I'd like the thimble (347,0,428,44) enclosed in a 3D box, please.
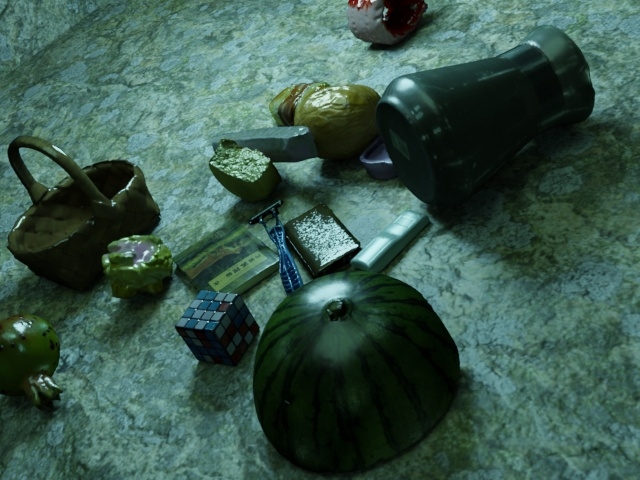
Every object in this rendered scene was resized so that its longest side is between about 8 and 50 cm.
[{"bbox_3d":[0.165,-0.592,2.086,0.189,0.163,0.125,-45,37,-23],"label":"thimble"}]

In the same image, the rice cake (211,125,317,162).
[{"bbox_3d":[-0.133,-0.207,1.815,0.064,0.070,0.399,-36,22,-26],"label":"rice cake"}]

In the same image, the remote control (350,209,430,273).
[{"bbox_3d":[0.125,-0.001,1.479,0.061,0.029,0.162,21,56,45],"label":"remote control"}]

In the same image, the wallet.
[{"bbox_3d":[0.000,0.000,1.558,0.110,0.031,0.198,-31,35,-6],"label":"wallet"}]

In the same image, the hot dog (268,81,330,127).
[{"bbox_3d":[-0.032,-0.312,1.925,0.123,0.093,0.261,-45,23,-10],"label":"hot dog"}]

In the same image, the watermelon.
[{"bbox_3d":[0.022,0.161,1.219,0.331,0.189,0.331,-18,30,11],"label":"watermelon"}]

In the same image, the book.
[{"bbox_3d":[-0.189,0.042,1.636,0.160,0.024,0.228,-34,35,-14],"label":"book"}]

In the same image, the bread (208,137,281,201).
[{"bbox_3d":[-0.161,-0.144,1.767,0.156,0.125,0.086,24,63,18],"label":"bread"}]

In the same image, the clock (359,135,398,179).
[{"bbox_3d":[0.162,-0.184,1.669,0.110,0.050,0.152,17,54,45],"label":"clock"}]

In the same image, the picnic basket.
[{"bbox_3d":[-0.562,-0.098,1.805,0.293,0.337,0.337,11,50,41],"label":"picnic basket"}]

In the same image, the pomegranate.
[{"bbox_3d":[-0.556,0.230,1.537,0.159,0.159,0.205,-38,64,-15],"label":"pomegranate"}]

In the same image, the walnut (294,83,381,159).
[{"bbox_3d":[0.041,-0.251,1.742,0.197,0.165,0.165,-17,36,28],"label":"walnut"}]

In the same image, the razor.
[{"bbox_3d":[-0.070,0.026,1.541,0.082,0.042,0.253,-33,42,9],"label":"razor"}]

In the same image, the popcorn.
[{"bbox_3d":[-0.368,0.052,1.658,0.126,0.126,0.145,5,16,17],"label":"popcorn"}]

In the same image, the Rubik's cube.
[{"bbox_3d":[-0.179,0.152,1.429,0.092,0.092,0.092,1,44,35],"label":"Rubik's cube"}]

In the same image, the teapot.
[{"bbox_3d":[0.290,-0.234,1.508,0.344,0.253,0.300,-27,21,-11],"label":"teapot"}]
